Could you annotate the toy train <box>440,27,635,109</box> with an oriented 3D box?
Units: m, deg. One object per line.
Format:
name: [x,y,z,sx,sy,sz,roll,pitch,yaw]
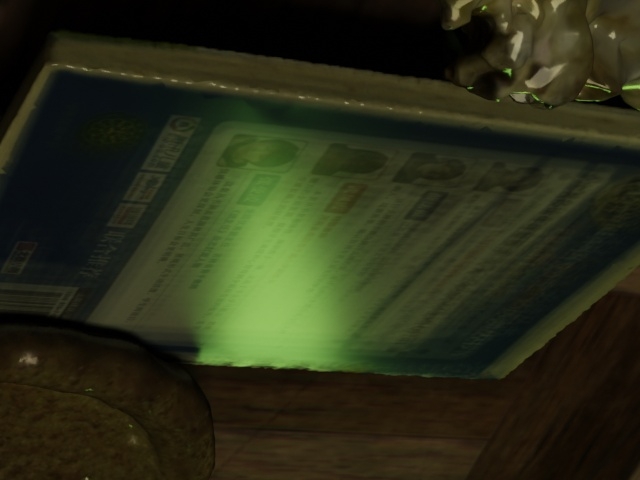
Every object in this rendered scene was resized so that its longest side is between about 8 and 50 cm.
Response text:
toy train: [0.113,-0.083,0.732,0.138,0.050,0.087,-23,131,0]

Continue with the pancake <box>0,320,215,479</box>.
pancake: [-0.194,0.132,0.799,0.288,0.033,0.286,13,128,-37]

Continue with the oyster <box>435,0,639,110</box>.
oyster: [0.167,-0.155,0.643,0.354,0.107,0.201,-16,135,-38]

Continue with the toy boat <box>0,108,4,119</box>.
toy boat: [-0.186,-0.042,0.632,0.137,0.061,0.060,-7,133,-19]

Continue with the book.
book: [0.000,0.000,0.734,0.322,0.018,0.228,5,149,-28]
